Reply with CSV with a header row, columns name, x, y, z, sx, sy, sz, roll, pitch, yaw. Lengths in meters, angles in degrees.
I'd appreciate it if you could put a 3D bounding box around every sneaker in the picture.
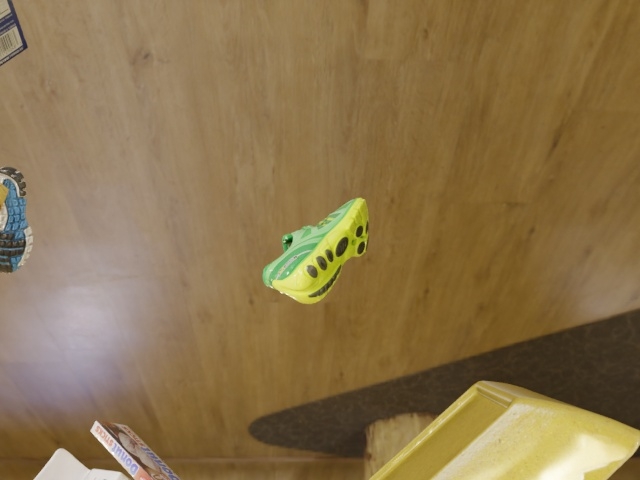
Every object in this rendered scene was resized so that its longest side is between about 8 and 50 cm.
name,x,y,z,sx,sy,sz,roll,pitch,yaw
sneaker,0.000,0.000,1.106,0.124,0.295,0.109,10,119,26
sneaker,-0.572,-0.036,1.162,0.071,0.190,0.083,1,180,-41

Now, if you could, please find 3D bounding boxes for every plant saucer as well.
name,x,y,z,sx,sy,sz,roll,pitch,yaw
plant saucer,0.120,0.257,0.650,0.333,0.081,0.333,-41,171,-2

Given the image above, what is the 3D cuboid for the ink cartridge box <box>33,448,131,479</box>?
name,x,y,z,sx,sy,sz,roll,pitch,yaw
ink cartridge box,-0.357,0.538,1.087,0.119,0.207,0.353,-16,122,44

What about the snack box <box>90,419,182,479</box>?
name,x,y,z,sx,sy,sz,roll,pitch,yaw
snack box,-0.270,0.322,0.944,0.178,0.022,0.064,24,173,40

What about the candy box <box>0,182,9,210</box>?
name,x,y,z,sx,sy,sz,roll,pitch,yaw
candy box,-0.505,0.000,0.864,0.109,0.186,0.053,-18,140,20

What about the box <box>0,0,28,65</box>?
name,x,y,z,sx,sy,sz,roll,pitch,yaw
box,-0.410,-0.278,0.694,0.036,0.136,0.225,25,143,14
